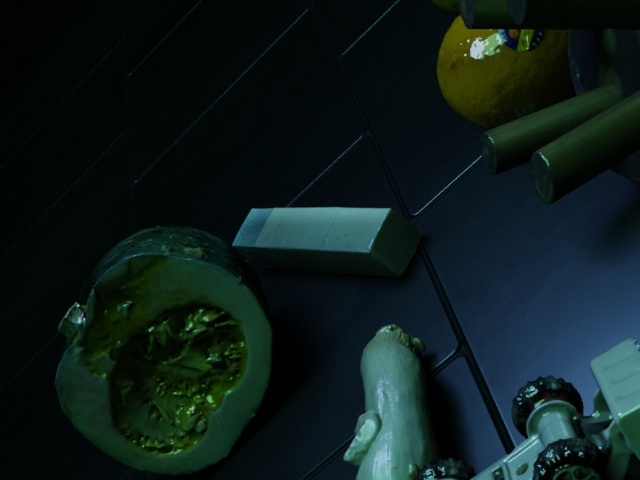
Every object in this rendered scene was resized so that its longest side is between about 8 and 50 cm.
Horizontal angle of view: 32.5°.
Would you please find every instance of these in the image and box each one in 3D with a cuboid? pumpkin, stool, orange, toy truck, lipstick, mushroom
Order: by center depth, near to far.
[{"bbox_3d":[0.180,0.208,0.917,0.286,0.111,0.136,-41,16,14],"label":"toy truck"},{"bbox_3d":[0.252,-0.162,1.018,0.178,0.272,0.272,-12,32,-7],"label":"stool"},{"bbox_3d":[0.078,0.192,1.102,0.099,0.096,0.278,-10,43,9],"label":"mushroom"},{"bbox_3d":[0.222,-0.207,1.265,0.177,0.155,0.177,-26,40,24],"label":"orange"},{"bbox_3d":[-0.196,0.117,1.398,0.293,0.263,0.197,-59,16,15],"label":"pumpkin"},{"bbox_3d":[0.000,0.000,1.438,0.317,0.066,0.068,2,59,55],"label":"lipstick"}]

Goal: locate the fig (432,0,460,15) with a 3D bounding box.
[{"bbox_3d":[0.208,-0.408,1.441,0.203,0.225,0.203,-12,59,21],"label":"fig"}]
